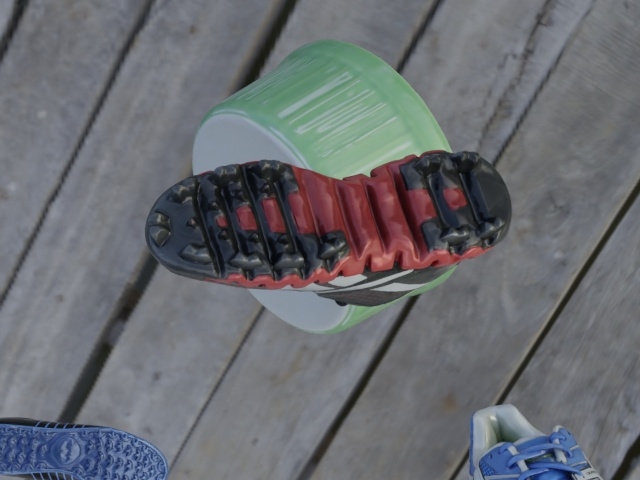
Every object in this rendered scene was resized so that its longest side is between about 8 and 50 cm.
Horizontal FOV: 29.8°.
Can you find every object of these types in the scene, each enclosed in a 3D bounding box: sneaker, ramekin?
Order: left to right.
[{"bbox_3d":[-0.295,0.245,1.395,0.232,0.090,0.081,16,84,-22],"label":"sneaker"},{"bbox_3d":[-0.003,-0.047,1.288,0.303,0.148,0.303,36,142,34],"label":"ramekin"},{"bbox_3d":[0.000,0.000,0.897,0.276,0.135,0.097,-5,68,-22],"label":"sneaker"},{"bbox_3d":[0.116,0.147,0.630,0.080,0.211,0.081,-17,99,-9],"label":"sneaker"}]
